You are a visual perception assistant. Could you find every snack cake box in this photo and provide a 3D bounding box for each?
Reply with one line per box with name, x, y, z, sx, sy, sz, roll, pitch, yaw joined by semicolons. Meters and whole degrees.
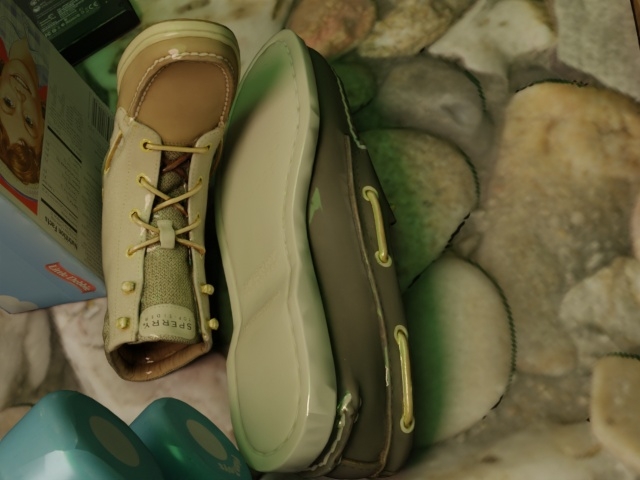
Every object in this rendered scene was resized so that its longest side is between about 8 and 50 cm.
snack cake box;-0.228;-0.075;0.686;0.089;0.264;0.152;-11;60;15

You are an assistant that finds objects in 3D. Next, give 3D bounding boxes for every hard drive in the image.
hard drive;-0.216;-0.204;0.893;0.094;0.022;0.135;-32;58;2

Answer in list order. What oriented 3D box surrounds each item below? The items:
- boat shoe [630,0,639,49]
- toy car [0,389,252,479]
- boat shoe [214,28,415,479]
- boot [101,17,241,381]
boat shoe;0.242;-0.086;0.622;0.098;0.109;0.302;-10;55;16
toy car;-0.094;0.229;0.492;0.219;0.210;0.238;-46;71;4
boat shoe;-0.003;0.002;0.670;0.109;0.091;0.305;-40;44;43
boot;-0.094;-0.017;0.659;0.077;0.213;0.165;5;61;-19
